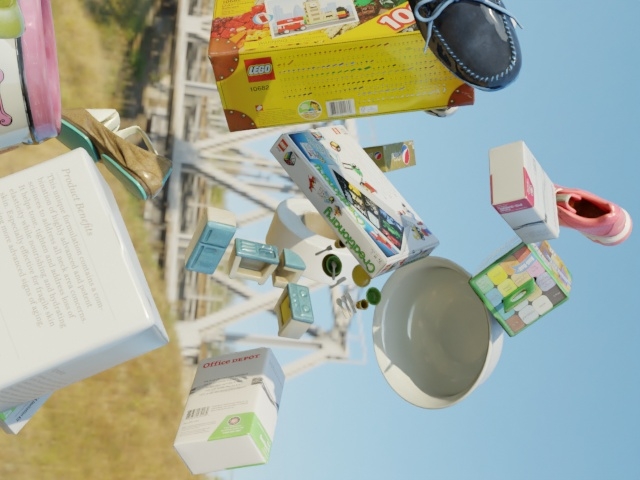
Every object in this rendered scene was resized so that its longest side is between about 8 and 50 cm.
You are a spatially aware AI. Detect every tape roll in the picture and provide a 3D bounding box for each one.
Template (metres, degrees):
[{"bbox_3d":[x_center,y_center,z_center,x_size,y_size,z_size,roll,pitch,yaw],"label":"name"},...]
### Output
[{"bbox_3d":[0.000,0.000,2.547,0.286,0.286,0.100,-104,-148,-60],"label":"tape roll"}]

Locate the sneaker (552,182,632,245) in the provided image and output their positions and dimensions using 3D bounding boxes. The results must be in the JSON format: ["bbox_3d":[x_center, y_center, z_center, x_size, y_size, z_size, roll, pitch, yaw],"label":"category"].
[{"bbox_3d":[0.535,-0.086,2.144,0.136,0.313,0.116,39,70,-59],"label":"sneaker"}]

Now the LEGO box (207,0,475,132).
[{"bbox_3d":[0.047,-0.430,1.951,0.372,0.500,0.193,-91,173,-45],"label":"LEGO box"}]

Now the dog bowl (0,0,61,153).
[{"bbox_3d":[-0.596,-0.366,1.857,0.408,0.150,0.408,175,-90,-80],"label":"dog bowl"}]

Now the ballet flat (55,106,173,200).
[{"bbox_3d":[-0.451,-0.214,2.073,0.124,0.342,0.116,-46,155,-25],"label":"ballet flat"}]

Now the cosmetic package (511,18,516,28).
[{"bbox_3d":[0.366,-0.559,2.424,0.117,0.231,0.086,8,-101,64],"label":"cosmetic package"}]

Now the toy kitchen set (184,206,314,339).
[{"bbox_3d":[-0.114,0.060,1.645,0.166,0.207,0.122,-101,-148,-44],"label":"toy kitchen set"}]

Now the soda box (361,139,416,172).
[{"bbox_3d":[0.154,-0.187,2.151,0.181,0.058,0.061,-19,103,-61],"label":"soda box"}]

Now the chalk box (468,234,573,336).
[{"bbox_3d":[0.360,0.075,1.728,0.132,0.132,0.213,-38,177,20],"label":"chalk box"}]

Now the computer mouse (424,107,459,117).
[{"bbox_3d":[0.237,-0.297,2.037,0.106,0.042,0.193,-48,-141,-5],"label":"computer mouse"}]

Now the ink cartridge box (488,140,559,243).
[{"bbox_3d":[0.334,-0.075,1.573,0.150,0.063,0.109,40,44,-48],"label":"ink cartridge box"}]

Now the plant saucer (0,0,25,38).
[{"bbox_3d":[-0.557,-0.384,1.451,0.037,0.241,0.241,-59,-159,22],"label":"plant saucer"}]

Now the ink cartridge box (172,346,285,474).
[{"bbox_3d":[-0.207,0.396,2.248,0.273,0.198,0.115,-78,149,-51],"label":"ink cartridge box"}]

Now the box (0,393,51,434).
[{"bbox_3d":[-0.632,0.274,1.933,0.038,0.186,0.145,-9,-148,40],"label":"box"}]

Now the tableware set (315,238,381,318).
[{"bbox_3d":[0.060,0.069,1.888,0.024,0.104,0.154,-18,-82,56],"label":"tableware set"}]

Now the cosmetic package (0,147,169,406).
[{"bbox_3d":[-0.514,0.093,1.682,0.327,0.393,0.329,108,-41,-77],"label":"cosmetic package"}]

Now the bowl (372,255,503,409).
[{"bbox_3d":[0.251,0.179,1.881,0.298,0.134,0.298,-5,-97,46],"label":"bowl"}]

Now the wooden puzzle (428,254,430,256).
[{"bbox_3d":[0.211,0.043,2.035,0.006,0.049,0.083,60,6,9],"label":"wooden puzzle"}]

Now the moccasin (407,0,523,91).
[{"bbox_3d":[0.167,-0.363,1.358,0.342,0.137,0.117,59,4,15],"label":"moccasin"}]

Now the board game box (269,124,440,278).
[{"bbox_3d":[0.065,-0.079,1.747,0.305,0.193,0.053,52,-56,15],"label":"board game box"}]
